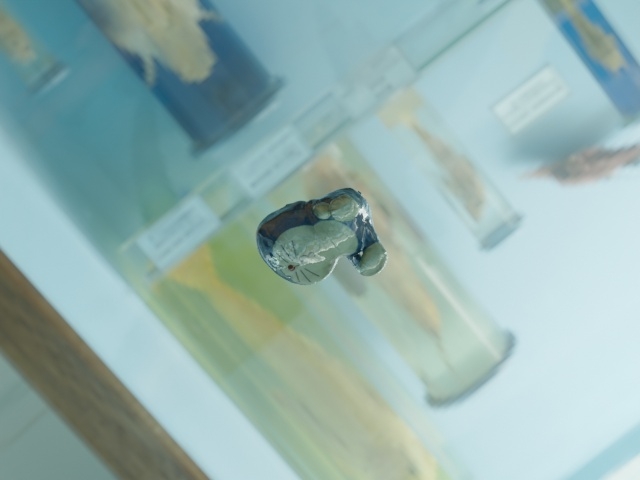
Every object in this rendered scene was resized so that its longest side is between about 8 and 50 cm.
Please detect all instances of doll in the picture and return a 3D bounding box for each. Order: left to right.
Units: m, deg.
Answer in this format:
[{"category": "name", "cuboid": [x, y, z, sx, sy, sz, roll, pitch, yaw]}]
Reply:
[{"category": "doll", "cuboid": [0.000, 0.000, 1.150, 0.083, 0.076, 0.050, -22, -144, 17]}]
